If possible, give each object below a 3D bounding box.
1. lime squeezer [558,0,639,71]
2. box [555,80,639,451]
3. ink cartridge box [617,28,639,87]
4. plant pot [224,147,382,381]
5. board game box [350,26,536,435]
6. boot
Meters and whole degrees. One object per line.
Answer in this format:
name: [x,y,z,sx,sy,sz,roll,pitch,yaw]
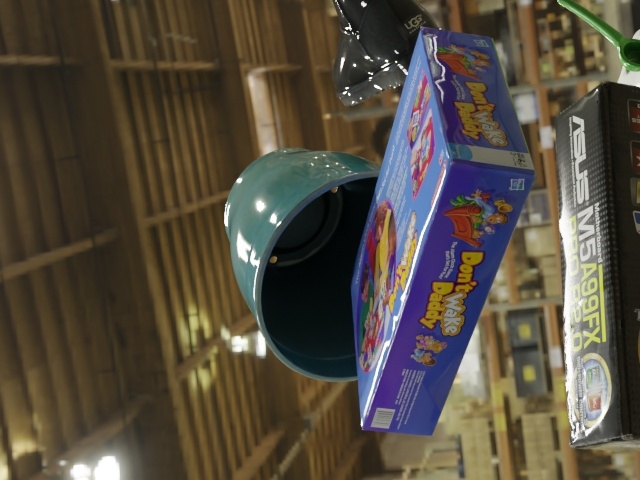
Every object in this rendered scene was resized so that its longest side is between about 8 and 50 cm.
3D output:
lime squeezer: [0.478,-0.254,1.637,0.310,0.059,0.110,54,170,-14]
box: [0.282,0.028,0.681,0.060,0.270,0.216,138,137,-65]
ink cartridge box: [0.603,-0.247,1.776,0.154,0.212,0.093,-67,14,-21]
plant pot: [0.000,0.000,1.392,0.255,0.271,0.272,43,152,57]
board game box: [0.108,-0.005,1.102,0.233,0.078,0.347,-93,13,-49]
boot: [0.009,-0.449,1.729,0.445,0.146,0.367,55,163,-9]
